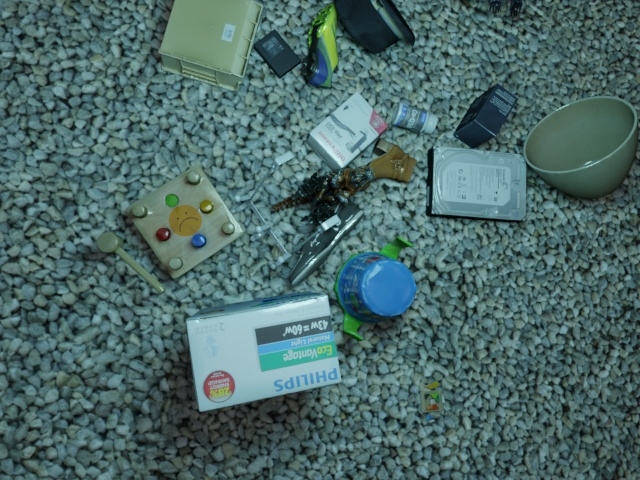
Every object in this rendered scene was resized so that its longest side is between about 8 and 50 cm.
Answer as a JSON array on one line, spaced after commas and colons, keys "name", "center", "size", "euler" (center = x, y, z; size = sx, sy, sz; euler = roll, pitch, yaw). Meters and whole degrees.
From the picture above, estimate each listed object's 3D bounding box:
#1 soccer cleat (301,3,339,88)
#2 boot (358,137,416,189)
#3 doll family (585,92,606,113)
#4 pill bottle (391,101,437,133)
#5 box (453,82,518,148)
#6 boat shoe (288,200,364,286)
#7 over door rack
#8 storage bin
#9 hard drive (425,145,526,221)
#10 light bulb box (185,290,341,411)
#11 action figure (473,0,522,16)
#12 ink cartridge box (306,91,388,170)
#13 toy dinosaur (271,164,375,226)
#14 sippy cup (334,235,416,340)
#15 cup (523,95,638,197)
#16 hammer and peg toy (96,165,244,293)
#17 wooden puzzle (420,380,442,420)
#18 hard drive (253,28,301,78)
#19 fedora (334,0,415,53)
[{"name": "soccer cleat", "center": [0.018, -0.639, 1.557], "size": [0.121, 0.093, 0.288], "euler": [20, 76, -37]}, {"name": "boot", "center": [0.223, -0.225, 1.549], "size": [0.152, 0.073, 0.197], "euler": [28, 84, -10]}, {"name": "doll family", "center": [0.961, -0.460, 1.667], "size": [0.193, 0.111, 0.076], "euler": [-44, 93, -10]}, {"name": "pill bottle", "center": [0.315, -0.406, 1.575], "size": [0.137, 0.078, 0.078], "euler": [15, 83, -7]}, {"name": "box", "center": [0.548, -0.412, 1.574], "size": [0.093, 0.156, 0.158], "euler": [34, 81, -6]}, {"name": "boat shoe", "center": [0.000, 0.000, 1.481], "size": [0.095, 0.112, 0.335], "euler": [41, 75, 12]}, {"name": "over door rack", "center": [-0.128, -0.068, 1.351], "size": [0.108, 0.324, 0.239], "euler": [-35, 89, -42]}, {"name": "storage bin", "center": [-0.338, -0.639, 1.469], "size": [0.261, 0.123, 0.262], "euler": [15, 82, -8]}, {"name": "hard drive", "center": [0.531, -0.188, 1.599], "size": [0.339, 0.064, 0.236], "euler": [5, 85, -10]}, {"name": "light bulb box", "center": [-0.159, 0.279, 1.293], "size": [0.358, 0.361, 0.225], "euler": [-9, 87, -10]}, {"name": "action figure", "center": [0.605, -0.890, 1.640], "size": [0.164, 0.141, 0.275], "euler": [-1, 59, -1]}, {"name": "ink cartridge box", "center": [0.085, -0.347, 1.526], "size": [0.218, 0.092, 0.158], "euler": [-43, 92, -8]}, {"name": "toy dinosaur", "center": [0.010, -0.139, 1.451], "size": [0.322, 0.218, 0.164], "euler": [-38, 102, 22]}, {"name": "sippy cup", "center": [0.178, 0.144, 1.430], "size": [0.240, 0.224, 0.305], "euler": [-4, 86, -9]}, {"name": "cup", "center": [0.884, -0.275, 1.561], "size": [0.237, 0.331, 0.331], "euler": [43, 79, -33]}, {"name": "hammer and peg toy", "center": [-0.440, -0.021, 1.395], "size": [0.361, 0.127, 0.265], "euler": [-35, 93, -10]}, {"name": "wooden puzzle", "center": [0.362, 0.523, 1.531], "size": [0.079, 0.014, 0.116], "euler": [-8, 87, -10]}, {"name": "hard drive", "center": [-0.141, -0.613, 1.548], "size": [0.094, 0.022, 0.135], "euler": [-40, 92, -10]}, {"name": "fedora", "center": [0.158, -0.731, 1.523], "size": [0.153, 0.334, 0.334], "euler": [-34, 91, 25]}]
